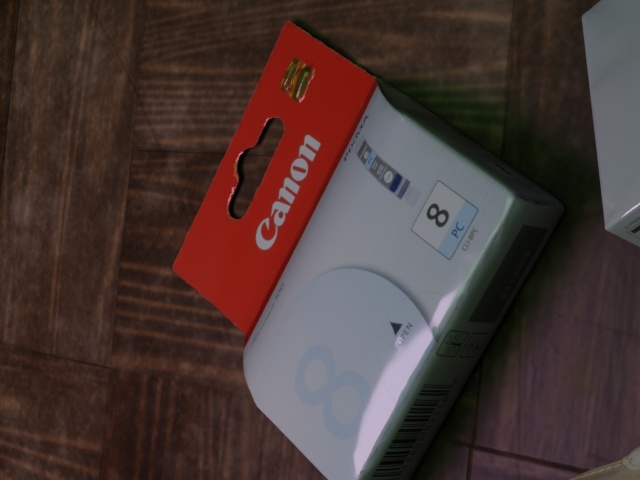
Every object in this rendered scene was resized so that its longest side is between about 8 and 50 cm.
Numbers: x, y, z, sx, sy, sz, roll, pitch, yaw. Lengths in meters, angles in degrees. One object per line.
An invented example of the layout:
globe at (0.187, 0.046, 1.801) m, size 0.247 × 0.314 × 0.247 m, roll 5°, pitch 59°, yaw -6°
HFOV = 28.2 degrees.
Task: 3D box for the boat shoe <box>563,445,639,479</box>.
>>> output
boat shoe at (0.283, 0.181, 0.931) m, size 0.302 × 0.109 × 0.098 m, roll -21°, pitch 36°, yaw 42°

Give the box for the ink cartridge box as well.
ink cartridge box at (0.000, 0.000, 1.193) m, size 0.385 × 0.091 × 0.308 m, roll 39°, pitch 112°, yaw 35°

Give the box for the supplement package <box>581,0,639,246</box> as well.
supplement package at (0.316, -0.122, 0.816) m, size 0.262 × 0.145 × 0.204 m, roll -40°, pitch 35°, yaw 43°
